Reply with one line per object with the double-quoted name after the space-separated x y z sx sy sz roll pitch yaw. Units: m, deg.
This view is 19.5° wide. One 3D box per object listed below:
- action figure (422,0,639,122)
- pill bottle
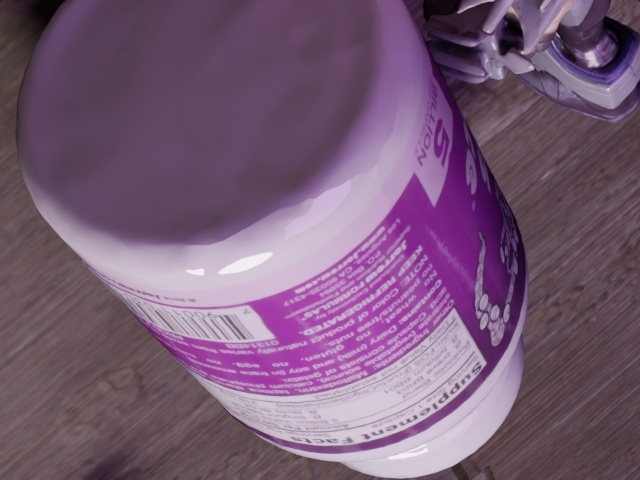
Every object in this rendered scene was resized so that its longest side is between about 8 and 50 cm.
0.121 -0.135 0.839 0.185 0.099 0.285 -46 159 0 "action figure"
0.000 0.000 0.842 0.169 0.169 0.301 -41 148 -4 "pill bottle"
